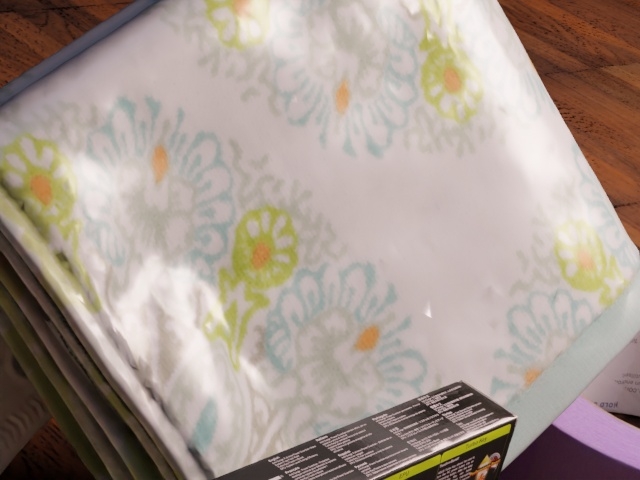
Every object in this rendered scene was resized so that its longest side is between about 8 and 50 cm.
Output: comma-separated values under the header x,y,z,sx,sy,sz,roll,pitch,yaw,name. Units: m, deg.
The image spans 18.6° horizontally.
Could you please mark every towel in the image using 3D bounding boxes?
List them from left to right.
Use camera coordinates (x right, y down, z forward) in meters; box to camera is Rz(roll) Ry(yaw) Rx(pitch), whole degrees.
x,y,z,sx,sy,sz,roll,pitch,yaw,name
0.000,0.000,1.047,0.374,0.320,0.090,-39,18,-34,towel

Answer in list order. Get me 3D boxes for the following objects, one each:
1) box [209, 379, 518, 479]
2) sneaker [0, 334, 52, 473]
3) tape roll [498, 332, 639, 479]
x,y,z,sx,sy,sz,roll,pitch,yaw,name
0.001,0.172,0.921,0.045,0.184,0.191,30,31,34,box
-0.257,0.099,1.065,0.323,0.130,0.236,-39,14,-25,sneaker
0.224,0.122,1.245,0.275,0.090,0.275,11,26,-5,tape roll
